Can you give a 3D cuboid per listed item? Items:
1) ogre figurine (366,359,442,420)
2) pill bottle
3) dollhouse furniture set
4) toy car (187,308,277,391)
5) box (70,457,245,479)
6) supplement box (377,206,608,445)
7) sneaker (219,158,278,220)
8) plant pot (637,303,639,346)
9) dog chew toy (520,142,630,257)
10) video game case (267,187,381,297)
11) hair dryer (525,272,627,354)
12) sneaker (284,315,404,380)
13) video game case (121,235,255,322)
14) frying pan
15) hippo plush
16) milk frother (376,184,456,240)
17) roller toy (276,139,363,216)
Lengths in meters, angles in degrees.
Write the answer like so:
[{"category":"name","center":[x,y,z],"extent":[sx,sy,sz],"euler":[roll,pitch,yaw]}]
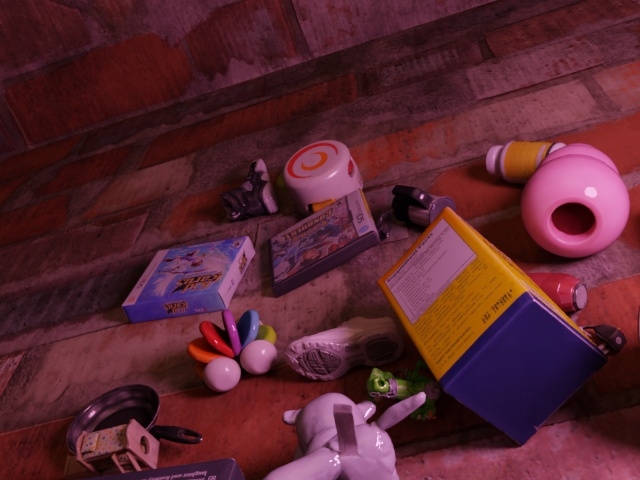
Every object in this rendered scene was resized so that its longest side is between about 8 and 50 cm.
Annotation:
[{"category":"ogre figurine","center":[0.143,0.247,1.381],"extent":[0.118,0.197,0.096],"euler":[4,61,11]},{"category":"pill bottle","center":[0.487,-0.183,1.942],"extent":[0.184,0.103,0.103],"euler":[10,41,44]},{"category":"dollhouse furniture set","center":[-0.394,0.419,1.440],"extent":[0.182,0.101,0.161],"euler":[-17,45,15]},{"category":"toy car","center":[-0.183,0.205,1.673],"extent":[0.182,0.136,0.159],"euler":[-24,28,-6]},{"category":"box","center":[-0.250,0.517,1.085],"extent":[0.294,0.212,0.395],"euler":[-12,28,16]},{"category":"supplement box","center":[0.270,0.129,1.376],"extent":[0.194,0.195,0.356],"euler":[-48,26,11]},{"category":"sneaker","center":[-0.212,-0.143,2.344],"extent":[0.153,0.101,0.268],"euler":[-19,30,-2]},{"category":"plant pot","center":[0.597,0.126,1.194],"extent":[0.284,0.284,0.191],"euler":[-15,-7,11]},{"category":"dog chew toy","center":[0.523,-0.103,1.688],"extent":[0.207,0.206,0.332],"euler":[-8,23,23]},{"category":"video game case","center":[0.000,0.000,1.971],"extent":[0.275,0.035,0.248],"euler":[-29,27,9]},{"category":"hair dryer","center":[0.379,0.135,1.477],"extent":[0.224,0.080,0.293],"euler":[-23,27,-2]},{"category":"sneaker","center":[0.046,0.201,1.598],"extent":[0.232,0.090,0.115],"euler":[-8,22,4]},{"category":"video game case","center":[-0.324,0.094,2.048],"extent":[0.270,0.061,0.244],"euler":[-10,31,20]},{"category":"frying pan","center":[-0.346,0.352,1.616],"extent":[0.326,0.053,0.197],"euler":[-9,31,17]},{"category":"hippo plush","center":[0.000,0.326,1.214],"extent":[0.234,0.294,0.236],"euler":[-5,16,-16]},{"category":"milk frother","center":[0.216,-0.051,1.922],"extent":[0.135,0.129,0.143],"euler":[18,90,51]},{"category":"roller toy","center":[0.011,-0.156,2.173],"extent":[0.191,0.146,0.209],"euler":[-41,38,-17]}]
